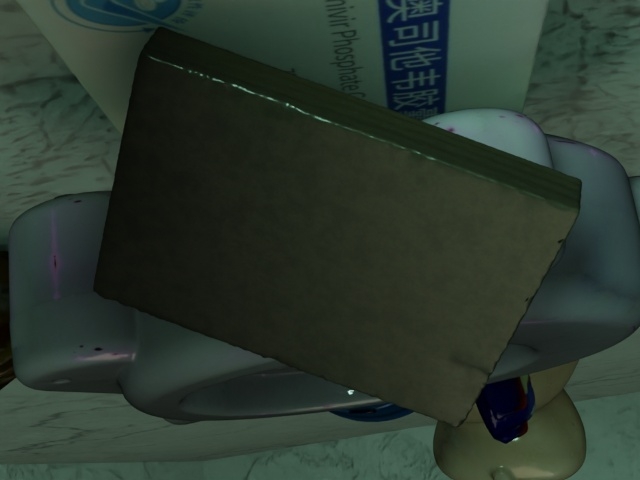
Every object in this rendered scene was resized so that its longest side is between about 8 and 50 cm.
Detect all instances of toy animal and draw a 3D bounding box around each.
[{"bbox_3d":[0.193,0.166,1.307,0.210,0.221,0.229,-8,167,17],"label":"toy animal"}]

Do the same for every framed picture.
[{"bbox_3d":[0.000,0.000,0.465,0.168,0.023,0.128,20,130,0],"label":"framed picture"}]

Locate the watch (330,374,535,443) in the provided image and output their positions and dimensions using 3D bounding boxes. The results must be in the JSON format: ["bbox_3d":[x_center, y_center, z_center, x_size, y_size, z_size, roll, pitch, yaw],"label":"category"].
[{"bbox_3d":[0.055,0.067,0.946,0.200,0.196,0.171,-14,155,6],"label":"watch"}]

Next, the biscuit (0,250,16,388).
[{"bbox_3d":[-0.374,0.112,0.940,0.332,0.103,0.332,-27,173,-4],"label":"biscuit"}]

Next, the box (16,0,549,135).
[{"bbox_3d":[-0.002,-0.094,0.530,0.200,0.065,0.343,-7,166,3],"label":"box"}]

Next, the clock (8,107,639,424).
[{"bbox_3d":[0.023,0.023,0.645,0.322,0.113,0.295,-17,162,36],"label":"clock"}]
